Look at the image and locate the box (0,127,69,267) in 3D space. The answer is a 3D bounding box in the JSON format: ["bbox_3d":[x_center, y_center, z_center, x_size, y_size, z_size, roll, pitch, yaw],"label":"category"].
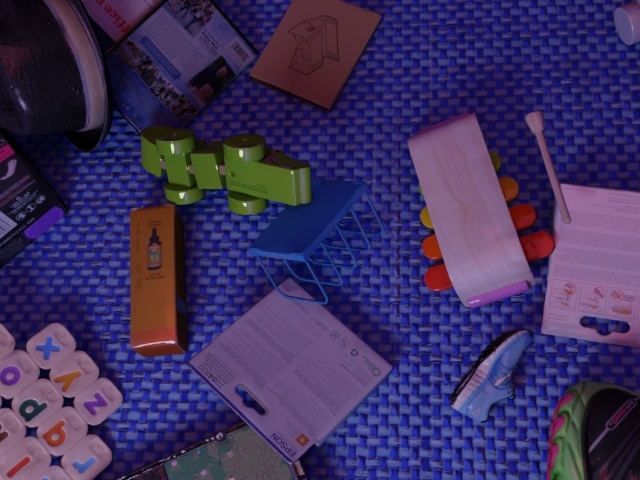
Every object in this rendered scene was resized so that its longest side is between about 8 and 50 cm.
[{"bbox_3d":[-0.580,-0.114,1.471,0.165,0.143,0.270,-40,69,-7],"label":"box"}]

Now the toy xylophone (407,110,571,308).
[{"bbox_3d":[0.255,-0.065,1.348,0.236,0.081,0.323,-12,70,17],"label":"toy xylophone"}]

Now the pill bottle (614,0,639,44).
[{"bbox_3d":[0.560,-0.375,1.435,0.137,0.078,0.078,-20,69,0],"label":"pill bottle"}]

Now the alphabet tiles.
[{"bbox_3d":[-0.450,0.265,1.307,0.284,0.021,0.278,49,58,-1],"label":"alphabet tiles"}]

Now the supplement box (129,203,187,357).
[{"bbox_3d":[-0.258,0.063,1.397,0.078,0.080,0.234,-6,71,5],"label":"supplement box"}]

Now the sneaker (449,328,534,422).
[{"bbox_3d":[0.263,0.199,1.290,0.073,0.063,0.162,40,84,1],"label":"sneaker"}]

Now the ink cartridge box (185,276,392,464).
[{"bbox_3d":[-0.046,0.193,1.297,0.223,0.045,0.224,41,58,19],"label":"ink cartridge box"}]

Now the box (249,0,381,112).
[{"bbox_3d":[-0.010,-0.338,1.535,0.164,0.021,0.201,25,76,16],"label":"box"}]

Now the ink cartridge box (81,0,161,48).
[{"bbox_3d":[-0.322,-0.483,1.530,0.273,0.198,0.114,-50,28,-11],"label":"ink cartridge box"}]

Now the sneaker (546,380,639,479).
[{"bbox_3d":[0.389,0.420,1.117,0.202,0.185,0.483,3,72,13],"label":"sneaker"}]

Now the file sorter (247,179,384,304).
[{"bbox_3d":[0.000,0.000,1.328,0.118,0.105,0.170,6,46,43],"label":"file sorter"}]

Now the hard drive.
[{"bbox_3d":[-0.168,0.417,1.262,0.338,0.064,0.237,-25,69,0],"label":"hard drive"}]

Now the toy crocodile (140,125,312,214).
[{"bbox_3d":[-0.156,-0.120,1.389,0.340,0.115,0.105,10,31,30],"label":"toy crocodile"}]

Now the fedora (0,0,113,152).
[{"bbox_3d":[-0.477,-0.287,1.422,0.152,0.334,0.334,-25,65,-35],"label":"fedora"}]

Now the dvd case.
[{"bbox_3d":[-0.253,-0.305,1.505,0.253,0.022,0.180,-45,107,-9],"label":"dvd case"}]

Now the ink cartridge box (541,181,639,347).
[{"bbox_3d":[0.439,0.037,1.330,0.188,0.066,0.233,8,93,11],"label":"ink cartridge box"}]
